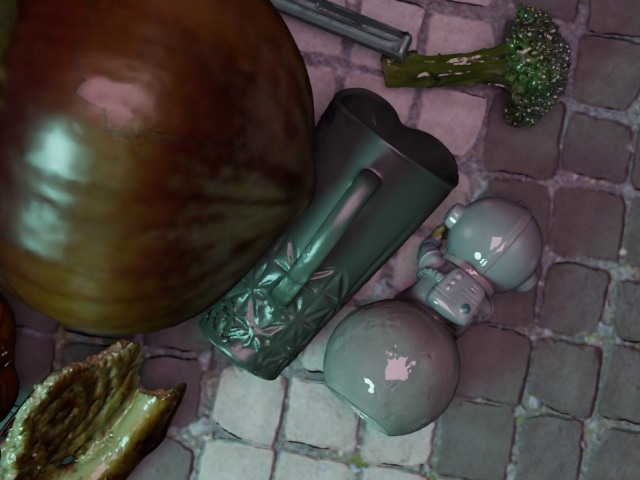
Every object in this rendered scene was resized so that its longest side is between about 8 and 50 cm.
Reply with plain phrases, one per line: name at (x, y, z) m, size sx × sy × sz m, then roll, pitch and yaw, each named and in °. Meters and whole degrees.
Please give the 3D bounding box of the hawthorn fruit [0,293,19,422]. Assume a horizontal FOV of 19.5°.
hawthorn fruit at (-0.419, 0.127, 1.871) m, size 0.225 × 0.196 × 0.196 m, roll -14°, pitch 89°, yaw 12°

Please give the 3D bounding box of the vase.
vase at (0.000, 0.000, 1.907) m, size 0.156 × 0.251 × 0.301 m, roll 37°, pitch 98°, yaw -1°

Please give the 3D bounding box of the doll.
doll at (0.128, 0.068, 1.942) m, size 0.151 × 0.151 × 0.287 m, roll 41°, pitch 82°, yaw -3°

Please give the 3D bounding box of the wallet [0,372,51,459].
wallet at (-0.332, 0.229, 1.902) m, size 0.031 × 0.122 × 0.232 m, roll 40°, pitch 86°, yaw 12°

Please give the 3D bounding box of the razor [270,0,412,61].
razor at (-0.035, -0.256, 1.972) m, size 0.278 × 0.056 × 0.111 m, roll 24°, pitch 83°, yaw 1°

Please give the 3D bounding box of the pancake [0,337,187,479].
pancake at (-0.235, 0.215, 1.897) m, size 0.056 × 0.212 × 0.257 m, roll 40°, pitch 122°, yaw 30°

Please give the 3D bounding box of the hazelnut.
hazelnut at (-0.190, -0.098, 1.788) m, size 0.359 × 0.359 × 0.409 m, roll 7°, pitch 124°, yaw -5°

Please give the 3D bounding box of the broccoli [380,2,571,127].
broccoli at (0.166, -0.184, 1.984) m, size 0.204 × 0.122 × 0.118 m, roll -4°, pitch 73°, yaw 8°
